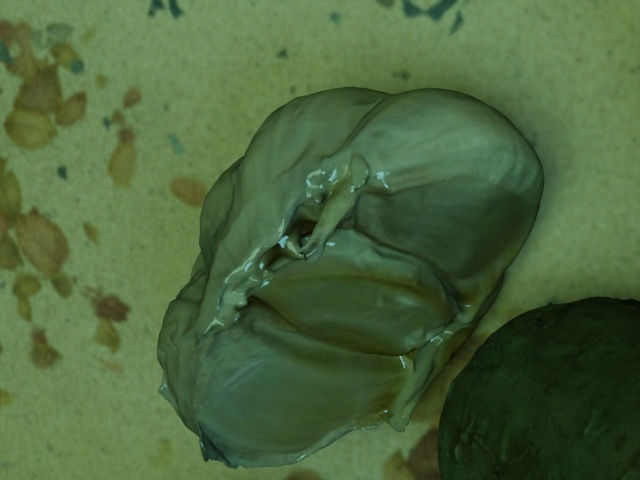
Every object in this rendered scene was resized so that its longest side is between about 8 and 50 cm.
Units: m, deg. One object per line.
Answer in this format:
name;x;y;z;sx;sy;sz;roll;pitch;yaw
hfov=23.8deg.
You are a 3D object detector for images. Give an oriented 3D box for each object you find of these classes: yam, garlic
yam;0.166;0.118;0.660;0.161;0.268;0.161;-2;97;-16
garlic;0.000;0.000;0.783;0.229;0.178;0.143;-42;54;15
